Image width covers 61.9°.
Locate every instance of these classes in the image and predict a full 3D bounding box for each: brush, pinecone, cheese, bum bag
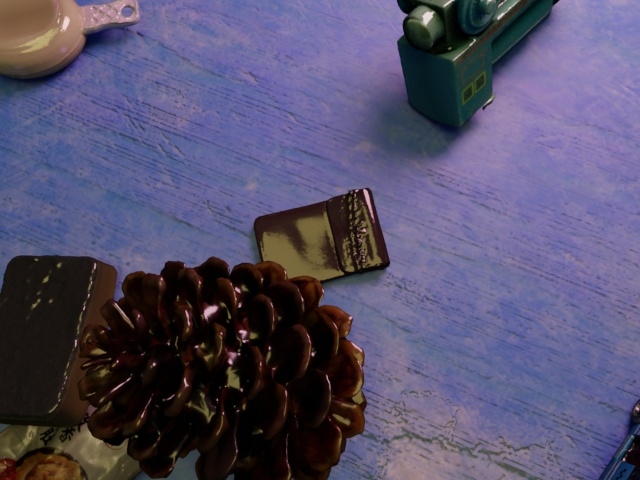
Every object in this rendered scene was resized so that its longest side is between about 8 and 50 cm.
[{"bbox_3d":[-0.320,0.111,0.620,0.123,0.059,0.197,-1,67,9],"label":"brush"},{"bbox_3d":[-0.095,0.131,0.513,0.247,0.292,0.246,-13,67,32],"label":"pinecone"},{"bbox_3d":[-0.366,-0.300,0.746,0.228,0.064,0.137,-11,76,-3],"label":"cheese"},{"bbox_3d":[0.000,0.000,0.672,0.160,0.026,0.109,-15,76,-2],"label":"bum bag"}]

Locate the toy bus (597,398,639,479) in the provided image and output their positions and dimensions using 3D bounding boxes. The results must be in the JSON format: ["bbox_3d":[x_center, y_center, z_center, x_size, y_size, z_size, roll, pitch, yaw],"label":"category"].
[{"bbox_3d":[0.359,0.263,0.534,0.114,0.134,0.246,39,80,11],"label":"toy bus"}]

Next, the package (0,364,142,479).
[{"bbox_3d":[-0.298,0.251,0.610,0.239,0.030,0.154,-42,76,-8],"label":"package"}]

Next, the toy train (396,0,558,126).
[{"bbox_3d":[0.218,-0.300,0.668,0.298,0.194,0.120,-43,53,-14],"label":"toy train"}]
